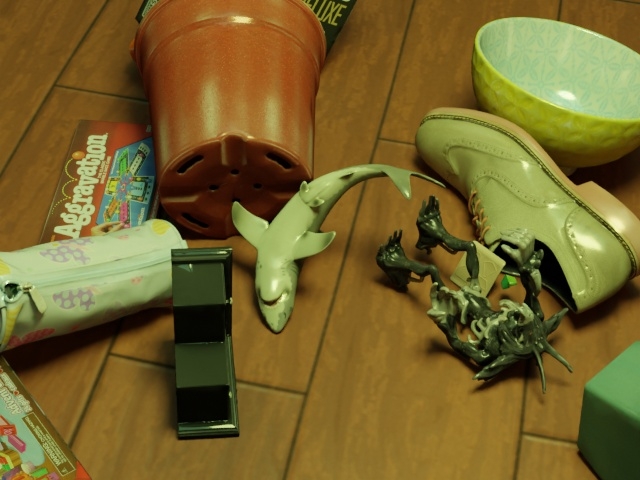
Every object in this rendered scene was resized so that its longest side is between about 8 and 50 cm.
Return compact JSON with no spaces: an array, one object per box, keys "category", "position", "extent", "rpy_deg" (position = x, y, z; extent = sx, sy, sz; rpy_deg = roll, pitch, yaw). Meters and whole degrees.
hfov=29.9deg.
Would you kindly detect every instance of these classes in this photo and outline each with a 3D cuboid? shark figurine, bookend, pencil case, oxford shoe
[{"category":"shark figurine","position":[0.007,-0.028,1.533],"extent":[0.278,0.116,0.166],"rpy_deg":[-43,65,7]},{"category":"bookend","position":[-0.132,0.116,1.374],"extent":[0.072,0.157,0.156],"rpy_deg":[-2,43,-7]},{"category":"pencil case","position":[-0.287,0.048,1.417],"extent":[0.273,0.124,0.113],"rpy_deg":[-13,69,-41]},{"category":"oxford shoe","position":[0.248,-0.050,1.602],"extent":[0.146,0.140,0.397],"rpy_deg":[-38,50,-18]}]

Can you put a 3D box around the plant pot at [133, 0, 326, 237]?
[{"category":"plant pot","position":[-0.119,-0.164,1.615],"extent":[0.272,0.272,0.265],"rpy_deg":[0,52,-5]}]

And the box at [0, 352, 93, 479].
[{"category":"box","position":[-0.367,0.261,1.273],"extent":[0.201,0.057,0.293],"rpy_deg":[-27,52,-28]}]

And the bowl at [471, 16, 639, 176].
[{"category":"bowl","position":[0.339,-0.185,1.719],"extent":[0.289,0.156,0.289],"rpy_deg":[10,35,-7]}]

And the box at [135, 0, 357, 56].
[{"category":"box","position":[-0.084,-0.377,1.754],"extent":[0.307,0.242,0.076],"rpy_deg":[8,31,-43]}]

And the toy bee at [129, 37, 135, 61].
[{"category":"toy bee","position":[-0.177,-0.367,1.900],"extent":[0.195,0.162,0.298],"rpy_deg":[30,79,44]}]

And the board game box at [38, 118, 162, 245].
[{"category":"board game box","position":[-0.288,-0.068,1.650],"extent":[0.145,0.027,0.281],"rpy_deg":[4,43,0]}]

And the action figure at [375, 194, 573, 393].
[{"category":"action figure","position":[0.193,0.064,1.470],"extent":[0.164,0.141,0.275],"rpy_deg":[-37,55,-19]}]

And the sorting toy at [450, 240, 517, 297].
[{"category":"sorting toy","position":[0.215,0.047,1.558],"extent":[0.083,0.062,0.012],"rpy_deg":[38,15,30]}]

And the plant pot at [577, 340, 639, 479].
[{"category":"plant pot","position":[0.408,0.222,1.309],"extent":[0.165,0.166,0.234],"rpy_deg":[-32,47,-32]}]
